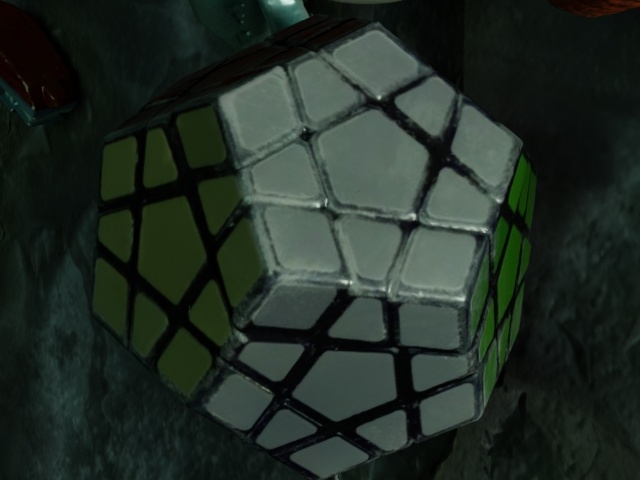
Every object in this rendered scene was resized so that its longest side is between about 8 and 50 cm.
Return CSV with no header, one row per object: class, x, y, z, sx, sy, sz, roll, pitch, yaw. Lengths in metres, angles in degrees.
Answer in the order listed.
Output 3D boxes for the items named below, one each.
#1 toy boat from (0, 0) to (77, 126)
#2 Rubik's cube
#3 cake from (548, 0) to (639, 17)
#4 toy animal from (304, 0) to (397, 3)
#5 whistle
toy boat,-0.304,-0.179,1.358,0.173,0.069,0.058,51,138,23
Rubik's cube,0.000,0.000,0.929,0.319,0.319,0.264,38,91,37
cake,0.159,-0.268,0.766,0.283,0.177,0.151,55,175,-9
toy animal,0.030,-0.298,0.918,0.213,0.213,0.266,-22,77,44
whistle,-0.078,-0.236,1.051,0.186,0.093,0.274,-124,13,-52
